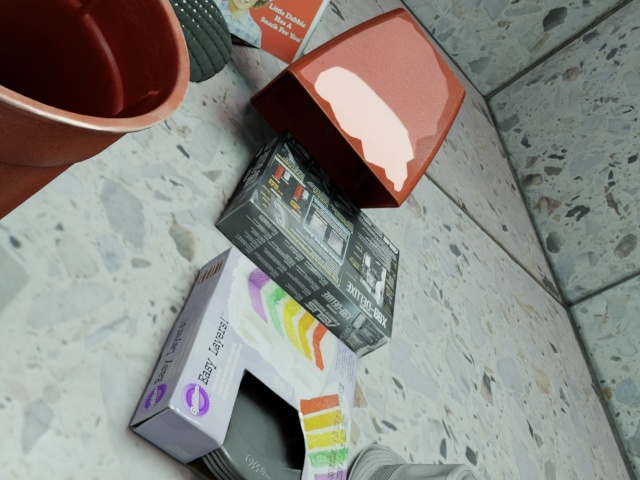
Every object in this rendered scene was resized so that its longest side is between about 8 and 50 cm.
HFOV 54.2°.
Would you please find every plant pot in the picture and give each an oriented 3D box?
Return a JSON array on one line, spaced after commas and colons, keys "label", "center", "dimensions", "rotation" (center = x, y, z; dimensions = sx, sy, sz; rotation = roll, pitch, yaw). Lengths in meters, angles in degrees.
[{"label": "plant pot", "center": [-0.289, -0.122, 0.460], "dimensions": [0.272, 0.265, 0.272], "rotation": [39, 33, -31]}, {"label": "plant pot", "center": [0.077, -0.230, 1.057], "dimensions": [0.267, 0.236, 0.267], "rotation": [49, -12, -14]}]

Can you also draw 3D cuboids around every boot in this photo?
[{"label": "boot", "center": [-0.263, -0.417, 0.944], "dimensions": [0.222, 0.118, 0.338], "rotation": [61, 4, 39]}]

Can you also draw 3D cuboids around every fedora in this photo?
[{"label": "fedora", "center": [0.144, 0.367, 0.781], "dimensions": [0.243, 0.124, 0.275], "rotation": [55, 28, -4]}]

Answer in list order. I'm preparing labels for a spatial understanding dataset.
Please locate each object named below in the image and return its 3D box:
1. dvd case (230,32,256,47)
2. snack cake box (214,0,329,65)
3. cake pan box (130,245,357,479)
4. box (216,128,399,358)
[{"label": "dvd case", "center": [-0.205, -0.488, 1.229], "dimensions": [0.238, 0.030, 0.179], "rotation": [59, 28, 5]}, {"label": "snack cake box", "center": [-0.123, -0.433, 1.072], "dimensions": [0.265, 0.152, 0.089], "rotation": [28, 24, -8]}, {"label": "cake pan box", "center": [-0.066, 0.171, 0.718], "dimensions": [0.246, 0.070, 0.266], "rotation": [43, 31, -20]}, {"label": "box", "center": [0.000, 0.000, 0.989], "dimensions": [0.307, 0.077, 0.242], "rotation": [46, 30, -19]}]
